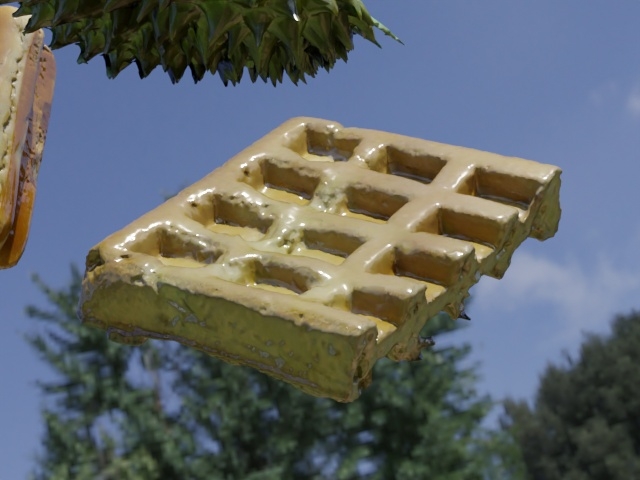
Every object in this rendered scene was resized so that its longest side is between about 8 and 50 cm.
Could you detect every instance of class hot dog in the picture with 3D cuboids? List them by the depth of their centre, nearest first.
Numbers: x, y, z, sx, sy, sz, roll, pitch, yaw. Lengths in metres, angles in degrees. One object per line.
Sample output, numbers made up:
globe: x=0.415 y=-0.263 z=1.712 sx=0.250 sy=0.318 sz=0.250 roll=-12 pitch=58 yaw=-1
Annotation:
hot dog: x=-0.280 y=-0.088 z=1.200 sx=0.072 sy=0.269 sz=0.109 roll=2 pitch=-29 yaw=6

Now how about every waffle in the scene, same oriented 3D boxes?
waffle: x=0.000 y=0.000 z=1.201 sx=0.348 sy=0.304 sz=0.077 roll=-38 pitch=-47 yaw=-44

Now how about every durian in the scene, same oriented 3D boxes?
durian: x=-0.122 y=-0.211 z=0.912 sx=0.169 sy=0.352 sz=0.158 roll=-44 pitch=-23 yaw=-37
